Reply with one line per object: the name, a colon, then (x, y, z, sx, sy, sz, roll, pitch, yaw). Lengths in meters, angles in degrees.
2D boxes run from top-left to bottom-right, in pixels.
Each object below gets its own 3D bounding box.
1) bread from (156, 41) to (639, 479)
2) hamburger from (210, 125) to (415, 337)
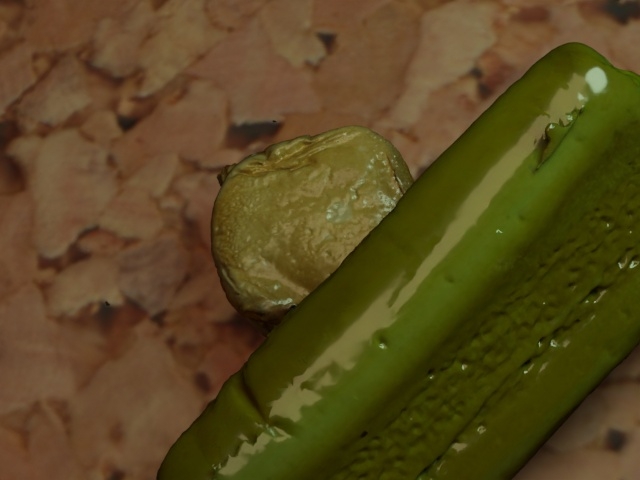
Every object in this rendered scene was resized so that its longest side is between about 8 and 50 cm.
bread: (0.069, 0.057, 0.832, 0.383, 0.166, 0.112, -47, 23, 2)
hamburger: (0.000, 0.000, 0.935, 0.138, 0.083, 0.147, -14, 63, 8)
